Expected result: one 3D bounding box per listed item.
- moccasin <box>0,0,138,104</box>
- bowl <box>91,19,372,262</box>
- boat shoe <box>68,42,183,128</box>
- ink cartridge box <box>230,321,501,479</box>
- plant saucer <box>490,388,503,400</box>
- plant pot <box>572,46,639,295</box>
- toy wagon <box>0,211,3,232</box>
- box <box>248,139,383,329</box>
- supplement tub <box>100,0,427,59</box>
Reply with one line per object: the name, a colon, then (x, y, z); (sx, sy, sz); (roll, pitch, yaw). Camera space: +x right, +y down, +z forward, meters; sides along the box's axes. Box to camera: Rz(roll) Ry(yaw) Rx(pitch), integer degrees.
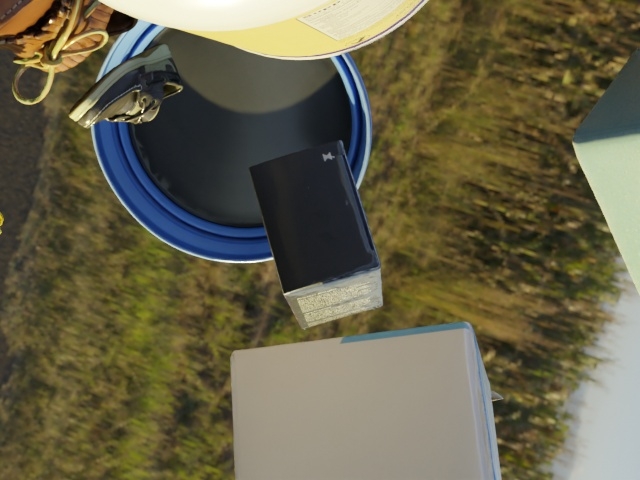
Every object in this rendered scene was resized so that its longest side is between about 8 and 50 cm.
moccasin: (-0.277, -0.232, 0.984); (0.380, 0.139, 0.147); (-81, 146, -73)
bowl: (-0.122, -0.160, 1.345); (0.077, 0.391, 0.391); (-72, 175, -68)
boat shoe: (-0.227, -0.182, 1.184); (0.080, 0.073, 0.223); (-34, -168, 28)
ink cartridge box: (0.057, 0.205, 0.843); (0.270, 0.198, 0.197); (54, 29, -68)
plant saucer: (0.160, 0.176, 1.065); (0.083, 0.083, 0.015); (39, 40, -75)
plant pot: (0.487, -0.097, 1.104); (0.247, 0.252, 0.247); (-47, 115, -38)
toy wagon: (-0.405, -0.101, 0.843); (0.068, 0.267, 0.344); (-49, 141, 3)
box: (0.000, 0.000, 1.095); (0.207, 0.108, 0.153); (72, 1, -72)
supplement tub: (-0.037, -0.228, 0.524); (0.331, 0.241, 0.241); (-33, 140, -78)
